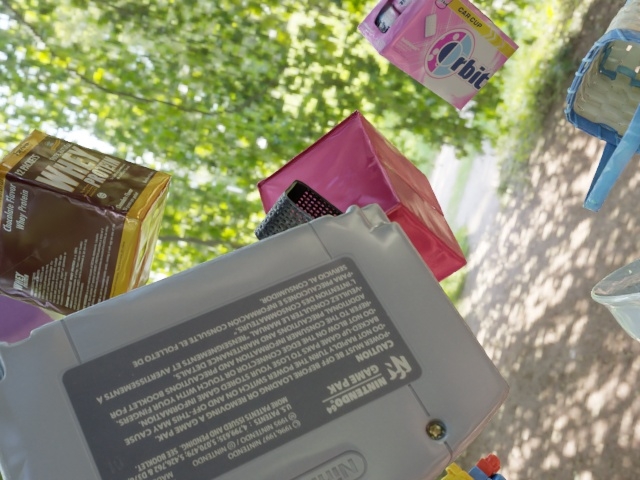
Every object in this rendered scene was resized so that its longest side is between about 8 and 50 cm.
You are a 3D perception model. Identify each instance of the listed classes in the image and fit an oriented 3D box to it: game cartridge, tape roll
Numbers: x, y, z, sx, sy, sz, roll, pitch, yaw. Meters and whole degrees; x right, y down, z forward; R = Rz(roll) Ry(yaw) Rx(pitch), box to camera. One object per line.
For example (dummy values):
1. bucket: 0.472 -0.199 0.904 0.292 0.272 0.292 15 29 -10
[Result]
1. game cartridge: -0.042 0.103 0.500 0.198 0.297 0.062 60 158 21
2. tape roll: -0.497 0.079 1.258 0.080 0.189 0.189 -37 -9 -8

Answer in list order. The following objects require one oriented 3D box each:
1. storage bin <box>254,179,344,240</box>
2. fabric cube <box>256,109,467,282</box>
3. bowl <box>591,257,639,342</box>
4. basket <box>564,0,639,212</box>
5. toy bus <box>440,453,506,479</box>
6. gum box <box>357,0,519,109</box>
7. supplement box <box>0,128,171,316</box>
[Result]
1. storage bin: 0.000 0.000 1.235 0.084 0.180 0.122 -52 3 19
2. fabric cube: 0.074 -0.033 1.509 0.254 0.258 0.259 -35 49 19
3. bowl: 0.519 0.072 1.039 0.298 0.298 0.134 0 -114 -88
4. basket: 0.474 -0.210 1.187 0.289 0.201 0.254 -59 -12 -21
5. toy bus: 0.241 0.468 1.363 0.211 0.149 0.220 -43 -30 -17
6. gum box: 0.141 -0.245 0.958 0.107 0.188 0.062 -47 51 20
7. supplement box: -0.326 -0.013 1.067 0.129 0.194 0.191 -75 3 -58
